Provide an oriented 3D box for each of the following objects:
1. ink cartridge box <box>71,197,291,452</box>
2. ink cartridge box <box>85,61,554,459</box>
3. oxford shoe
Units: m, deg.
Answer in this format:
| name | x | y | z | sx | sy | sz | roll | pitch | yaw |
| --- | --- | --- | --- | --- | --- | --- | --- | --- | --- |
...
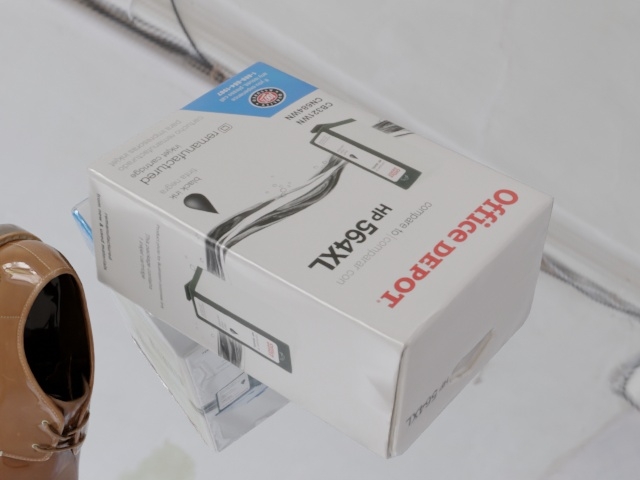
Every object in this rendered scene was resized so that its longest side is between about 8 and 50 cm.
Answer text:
| name | x | y | z | sx | sy | sz | roll | pitch | yaw |
| --- | --- | --- | --- | --- | --- | --- | --- | --- | --- |
| ink cartridge box | -0.094 | 0.052 | 0.775 | 0.082 | 0.140 | 0.191 | -34 | -25 | -14 |
| ink cartridge box | 0.000 | 0.000 | 0.575 | 0.148 | 0.203 | 0.086 | -40 | -34 | -40 |
| oxford shoe | -0.161 | 0.102 | 0.606 | 0.076 | 0.076 | 0.212 | -22 | -58 | -43 |
